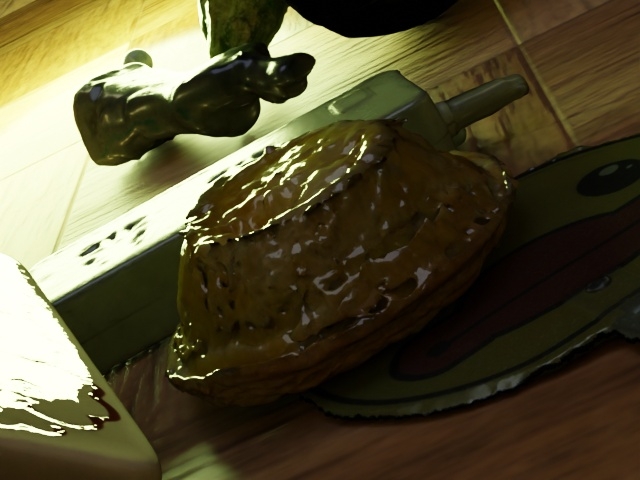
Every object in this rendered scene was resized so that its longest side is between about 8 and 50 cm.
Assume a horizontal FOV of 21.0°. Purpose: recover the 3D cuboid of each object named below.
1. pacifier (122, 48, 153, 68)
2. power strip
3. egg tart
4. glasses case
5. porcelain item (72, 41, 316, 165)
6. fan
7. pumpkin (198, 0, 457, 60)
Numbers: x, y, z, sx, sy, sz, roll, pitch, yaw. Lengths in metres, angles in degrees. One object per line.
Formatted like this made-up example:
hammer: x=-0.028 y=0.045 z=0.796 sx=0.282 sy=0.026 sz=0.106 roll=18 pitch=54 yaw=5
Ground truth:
pacifier: x=-0.131 y=-0.116 z=1.315 sx=0.068 sy=0.064 sz=0.083 roll=10 pitch=38 yaw=35
power strip: x=-0.020 y=-0.022 z=0.917 sx=0.288 sy=0.053 sz=0.093 roll=-30 pitch=18 yaw=-3
egg tart: x=0.000 y=0.000 z=0.777 sx=0.191 sy=0.074 sz=0.191 roll=-26 pitch=19 yaw=10
glasses case: x=-0.176 y=0.064 z=0.738 sx=0.144 sy=0.076 sz=0.336 roll=13 pitch=8 yaw=-23
porcelain item: x=-0.078 y=-0.102 z=1.190 sx=0.216 sy=0.069 sz=0.081 roll=-9 pitch=13 yaw=47
fan: x=0.102 y=0.015 z=0.705 sx=0.230 sy=0.011 sz=0.335 roll=-33 pitch=19 yaw=-11
pumpkin: x=-0.022 y=-0.238 z=1.197 sx=0.296 sy=0.295 sz=0.296 roll=-25 pitch=18 yaw=9
